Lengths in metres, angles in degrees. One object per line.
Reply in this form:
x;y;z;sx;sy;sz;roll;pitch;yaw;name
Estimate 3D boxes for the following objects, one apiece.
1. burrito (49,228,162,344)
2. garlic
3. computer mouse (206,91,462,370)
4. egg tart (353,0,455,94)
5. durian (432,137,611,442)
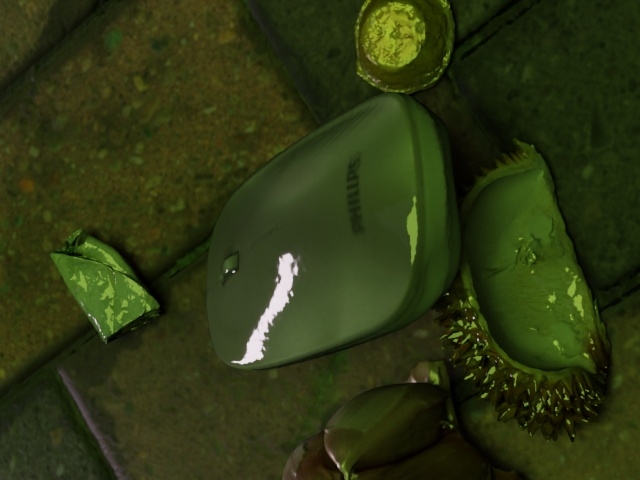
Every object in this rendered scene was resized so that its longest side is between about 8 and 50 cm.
-0.208;0.039;1.355;0.074;0.044;0.118;-38;78;18;burrito
0.072;0.229;1.178;0.214;0.191;0.160;55;136;1;garlic
-0.006;-0.001;1.171;0.331;0.095;0.197;-28;57;46;computer mouse
0.069;-0.178;1.225;0.105;0.039;0.105;1;93;23;egg tart
0.159;0.047;1.161;0.139;0.144;0.252;-21;77;2;durian
